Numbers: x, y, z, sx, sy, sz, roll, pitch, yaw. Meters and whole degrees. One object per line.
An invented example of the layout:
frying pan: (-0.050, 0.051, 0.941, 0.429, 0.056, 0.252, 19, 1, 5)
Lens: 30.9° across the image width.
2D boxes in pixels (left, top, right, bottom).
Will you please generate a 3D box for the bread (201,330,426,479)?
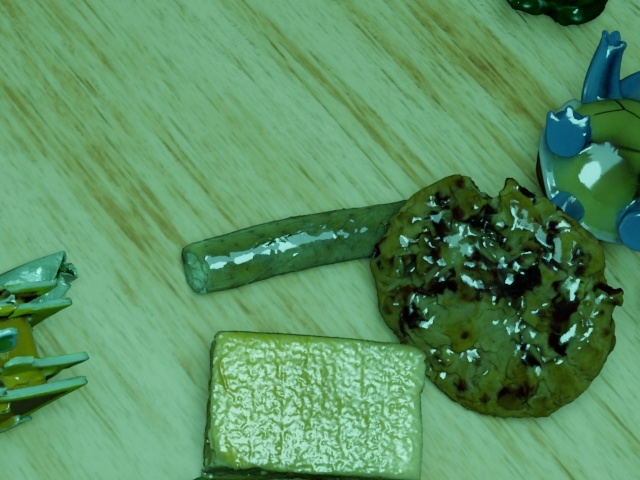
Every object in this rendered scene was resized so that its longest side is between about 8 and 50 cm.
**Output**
bread: (-0.007, 0.217, 1.464, 0.275, 0.114, 0.184, 4, 73, -5)

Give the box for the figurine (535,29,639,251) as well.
figurine: (0.400, -0.094, 1.561, 0.416, 0.243, 0.298, -42, 84, -19)

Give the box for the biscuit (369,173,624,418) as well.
biscuit: (0.221, 0.073, 1.481, 0.334, 0.081, 0.289, 46, 110, 4)

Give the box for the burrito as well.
burrito: (-0.371, 0.063, 1.504, 0.118, 0.044, 0.074, -25, 82, -14)

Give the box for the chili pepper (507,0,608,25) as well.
chili pepper: (0.367, -0.449, 1.731, 0.174, 0.165, 0.261, 15, 66, 11)

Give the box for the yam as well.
yam: (0.000, 0.000, 1.563, 0.372, 0.083, 0.083, -13, 72, -13)

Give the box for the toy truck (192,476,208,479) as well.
toy truck: (-0.216, 0.375, 1.370, 0.242, 0.125, 0.101, -30, 78, -16)

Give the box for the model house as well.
model house: (-0.438, 0.106, 1.311, 0.313, 0.357, 0.242, -19, 72, -12)
